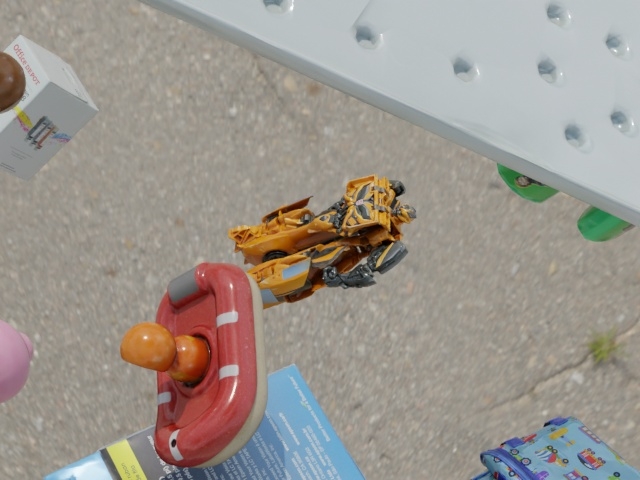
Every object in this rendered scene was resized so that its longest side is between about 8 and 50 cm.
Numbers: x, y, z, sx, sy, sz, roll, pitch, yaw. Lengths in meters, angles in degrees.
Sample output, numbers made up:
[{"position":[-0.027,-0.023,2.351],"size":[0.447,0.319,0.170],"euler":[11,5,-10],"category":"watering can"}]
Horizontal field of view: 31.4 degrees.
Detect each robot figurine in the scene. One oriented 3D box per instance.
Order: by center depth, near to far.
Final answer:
[{"position":[0.000,0.000,1.661],"size":[0.291,0.085,0.211],"euler":[-22,39,20],"category":"robot figurine"}]

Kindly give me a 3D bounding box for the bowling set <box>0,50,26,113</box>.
[{"position":[-0.363,-0.124,0.972],"size":[0.200,0.154,0.287],"euler":[32,35,7],"category":"bowling set"}]

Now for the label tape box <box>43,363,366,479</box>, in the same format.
[{"position":[-0.125,0.336,1.390],"size":[0.348,0.115,0.249],"euler":[-23,64,-22],"category":"label tape box"}]

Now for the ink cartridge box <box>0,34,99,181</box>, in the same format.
[{"position":[-0.475,-0.211,1.828],"size":[0.176,0.127,0.128],"euler":[-43,59,9],"category":"ink cartridge box"}]

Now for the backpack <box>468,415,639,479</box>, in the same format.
[{"position":[0.173,0.242,0.933],"size":[0.173,0.117,0.158],"euler":[-16,39,-25],"category":"backpack"}]

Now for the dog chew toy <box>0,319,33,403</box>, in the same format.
[{"position":[-0.560,0.206,1.610],"size":[0.332,0.206,0.206],"euler":[-22,68,-39],"category":"dog chew toy"}]

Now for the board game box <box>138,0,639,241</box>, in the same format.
[{"position":[0.014,-0.229,0.526],"size":[0.390,0.050,0.390],"euler":[23,61,-14],"category":"board game box"}]

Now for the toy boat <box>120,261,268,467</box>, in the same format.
[{"position":[-0.151,0.130,1.244],"size":[0.151,0.151,0.231],"euler":[18,56,-41],"category":"toy boat"}]
